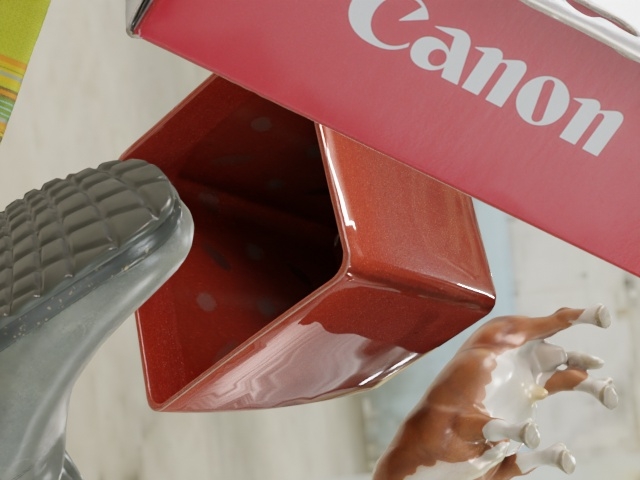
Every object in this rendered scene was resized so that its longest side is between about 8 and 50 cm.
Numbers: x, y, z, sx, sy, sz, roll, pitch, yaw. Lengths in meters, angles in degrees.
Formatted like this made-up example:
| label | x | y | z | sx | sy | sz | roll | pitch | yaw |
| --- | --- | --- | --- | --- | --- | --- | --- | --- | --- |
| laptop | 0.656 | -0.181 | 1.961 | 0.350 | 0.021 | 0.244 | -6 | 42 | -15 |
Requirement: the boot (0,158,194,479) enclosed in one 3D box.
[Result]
| label | x | y | z | sx | sy | sz | roll | pitch | yaw |
| --- | --- | --- | --- | --- | --- | --- | --- | --- | --- |
| boot | -0.113 | 0.090 | 0.741 | 0.161 | 0.246 | 0.083 | 46 | 12 | -28 |

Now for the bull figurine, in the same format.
| label | x | y | z | sx | sy | sz | roll | pitch | yaw |
| --- | --- | --- | --- | --- | --- | --- | --- | --- | --- |
| bull figurine | 0.150 | 0.167 | 1.686 | 0.101 | 0.188 | 0.310 | 60 | 42 | -24 |

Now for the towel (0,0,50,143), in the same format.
| label | x | y | z | sx | sy | sz | roll | pitch | yaw |
| --- | --- | --- | --- | --- | --- | --- | --- | --- | --- |
| towel | -0.217 | -0.152 | 1.140 | 0.021 | 0.102 | 0.237 | 173 | -63 | -74 |

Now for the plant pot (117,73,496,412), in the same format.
| label | x | y | z | sx | sy | sz | roll | pitch | yaw |
| --- | --- | --- | --- | --- | --- | --- | --- | --- | --- |
| plant pot | 0.000 | 0.000 | 1.662 | 0.235 | 0.267 | 0.267 | 16 | 49 | -40 |

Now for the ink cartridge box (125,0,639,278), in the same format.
| label | x | y | z | sx | sy | sz | roll | pitch | yaw |
| --- | --- | --- | --- | --- | --- | --- | --- | --- | --- |
| ink cartridge box | 0.068 | -0.112 | 0.894 | 0.130 | 0.309 | 0.272 | -56 | -159 | 25 |
